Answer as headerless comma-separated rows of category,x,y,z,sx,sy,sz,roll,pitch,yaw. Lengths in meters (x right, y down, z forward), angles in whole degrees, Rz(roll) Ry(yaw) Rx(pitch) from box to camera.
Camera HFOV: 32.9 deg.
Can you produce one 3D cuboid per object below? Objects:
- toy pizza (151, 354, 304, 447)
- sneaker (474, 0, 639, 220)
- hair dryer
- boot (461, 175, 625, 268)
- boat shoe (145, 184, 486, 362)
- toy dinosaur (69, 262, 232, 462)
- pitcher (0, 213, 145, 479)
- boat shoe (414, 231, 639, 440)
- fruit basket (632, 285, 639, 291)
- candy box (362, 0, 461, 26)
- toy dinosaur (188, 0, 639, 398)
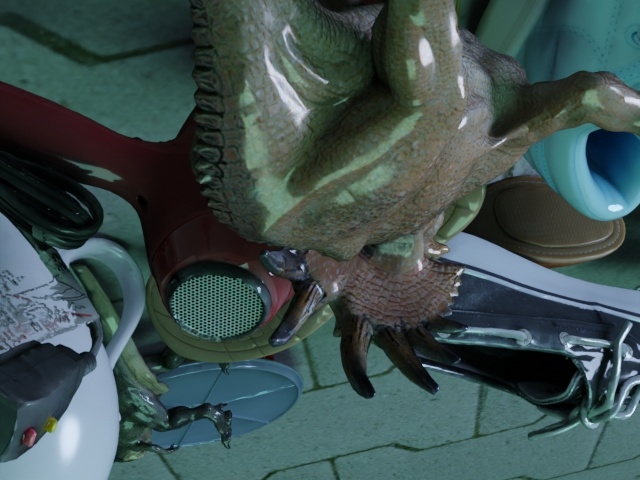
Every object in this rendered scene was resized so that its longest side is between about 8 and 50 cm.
toy pizza,-0.116,0.146,1.022,0.201,0.032,0.201,-10,152,-5
sneaker,0.178,-0.128,0.510,0.135,0.150,0.366,-24,160,-12
hair dryer,-0.100,-0.044,0.529,0.080,0.223,0.293,-42,170,36
boot,0.134,0.020,0.869,0.197,0.073,0.152,-2,150,3
boat shoe,0.000,0.000,0.748,0.285,0.103,0.092,-32,179,31
toy dinosaur,-0.132,0.118,0.886,0.118,0.064,0.268,1,136,-3
pitcher,-0.176,0.076,0.693,0.178,0.207,0.125,14,141,-42
boat shoe,0.183,0.087,0.795,0.306,0.105,0.113,22,142,-24
fruit basket,0.471,0.039,0.900,0.353,0.165,0.327,22,140,-17
candy box,0.032,-0.103,0.562,0.053,0.109,0.186,22,156,14
toy dinosaur,0.014,-0.033,0.403,0.200,0.127,0.296,-45,148,17
